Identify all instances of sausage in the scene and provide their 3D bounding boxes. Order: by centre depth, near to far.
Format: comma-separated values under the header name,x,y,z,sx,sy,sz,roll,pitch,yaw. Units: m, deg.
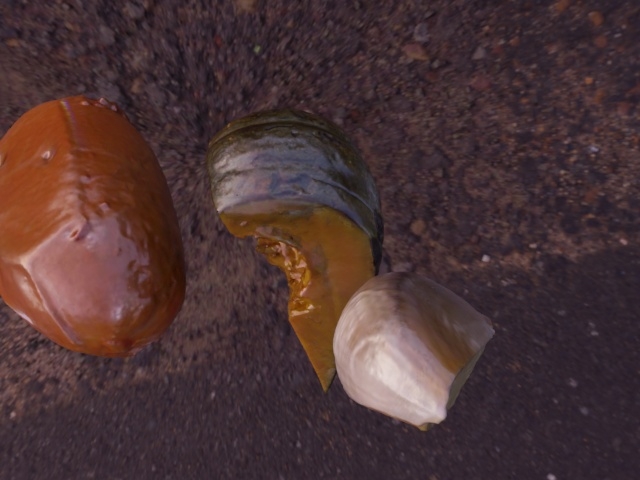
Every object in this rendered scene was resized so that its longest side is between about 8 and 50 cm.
name,x,y,z,sx,sy,sz,roll,pitch,yaw
sausage,-0.203,-0.015,0.780,0.153,0.268,0.141,-34,134,9

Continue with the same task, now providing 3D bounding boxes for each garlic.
name,x,y,z,sx,sy,sz,roll,pitch,yaw
garlic,0.064,0.073,0.654,0.101,0.195,0.087,28,103,13

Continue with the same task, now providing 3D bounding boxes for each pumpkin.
name,x,y,z,sx,sy,sz,roll,pitch,yaw
pumpkin,0.005,0.002,0.804,0.126,0.131,0.248,-24,128,6
